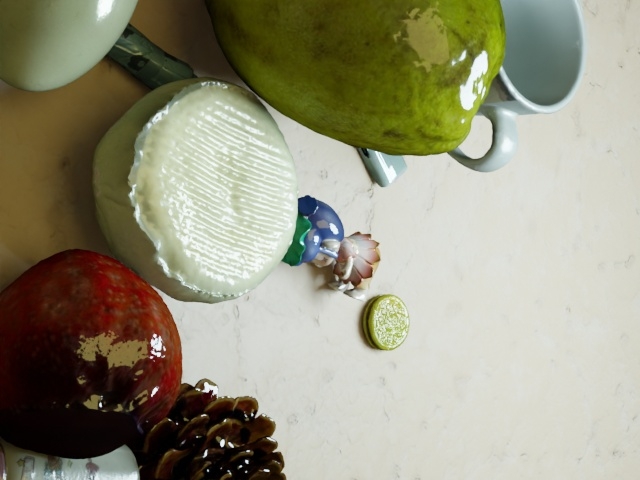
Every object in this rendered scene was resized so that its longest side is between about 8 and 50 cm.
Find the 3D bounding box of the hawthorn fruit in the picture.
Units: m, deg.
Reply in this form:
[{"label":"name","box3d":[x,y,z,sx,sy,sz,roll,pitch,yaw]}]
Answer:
[{"label":"hawthorn fruit","box3d":[-0.262,0.113,1.271,0.215,0.250,0.215,-13,125,-20]}]

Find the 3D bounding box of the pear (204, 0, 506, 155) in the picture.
[{"label":"pear","box3d":[0.048,-0.284,1.458,0.413,0.352,0.352,39,54,12]}]

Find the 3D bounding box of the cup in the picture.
[{"label":"cup","box3d":[0.218,-0.242,1.689,0.227,0.257,0.301,12,79,-39]}]

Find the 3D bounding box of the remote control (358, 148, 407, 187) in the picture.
[{"label":"remote control","box3d":[0.075,-0.163,1.707,0.065,0.029,0.166,-42,115,-35]}]

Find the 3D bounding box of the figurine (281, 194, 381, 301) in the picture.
[{"label":"figurine","box3d":[0.000,0.000,1.593,0.195,0.111,0.102,29,86,-41]}]

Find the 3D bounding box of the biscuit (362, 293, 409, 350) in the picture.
[{"label":"biscuit","box3d":[0.097,0.120,1.716,0.084,0.023,0.084,3,86,-44]}]

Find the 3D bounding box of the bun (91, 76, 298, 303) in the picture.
[{"label":"bun","box3d":[-0.156,-0.059,1.412,0.287,0.146,0.287,3,86,-46]}]

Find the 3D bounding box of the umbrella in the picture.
[{"label":"umbrella","box3d":[-0.194,-0.210,1.446,0.250,0.053,0.052,34,65,-35]}]

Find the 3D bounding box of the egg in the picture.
[{"label":"egg","box3d":[-0.290,-0.285,1.271,0.188,0.188,0.254,19,80,-40]}]

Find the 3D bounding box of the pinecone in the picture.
[{"label":"pinecone","box3d":[-0.129,0.275,1.388,0.207,0.207,0.208,3,86,-42]}]

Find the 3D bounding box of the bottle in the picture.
[{"label":"bottle","box3d":[-0.318,0.263,1.268,0.233,0.110,0.110,14,78,-41]}]
